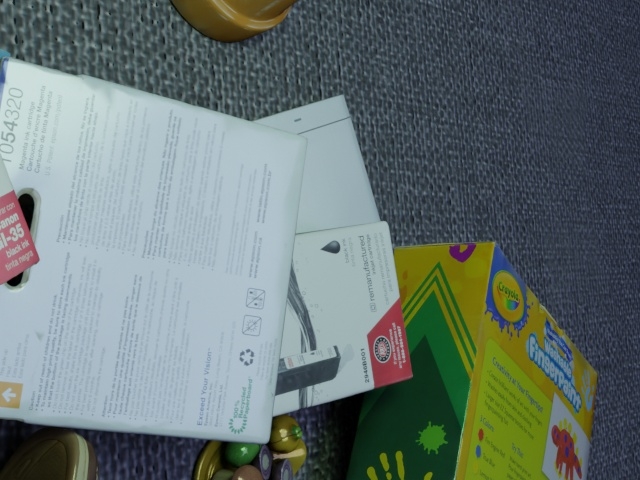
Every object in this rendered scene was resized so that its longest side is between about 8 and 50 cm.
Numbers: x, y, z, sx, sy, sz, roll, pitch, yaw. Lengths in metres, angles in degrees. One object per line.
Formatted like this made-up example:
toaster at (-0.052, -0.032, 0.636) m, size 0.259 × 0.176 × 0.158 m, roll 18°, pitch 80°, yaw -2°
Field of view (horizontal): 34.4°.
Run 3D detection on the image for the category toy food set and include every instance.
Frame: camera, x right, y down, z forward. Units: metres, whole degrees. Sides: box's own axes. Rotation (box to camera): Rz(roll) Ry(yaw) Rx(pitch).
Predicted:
toy food set at (-0.076, 0.279, 1.201) m, size 0.218 × 0.071 × 0.128 m, roll -50°, pitch 119°, yaw -42°

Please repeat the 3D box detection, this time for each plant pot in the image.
plant pot at (-0.067, -0.365, 1.256) m, size 0.205 × 0.188 × 0.205 m, roll 13°, pitch 73°, yaw -47°

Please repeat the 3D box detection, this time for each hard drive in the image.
hard drive at (0.000, 0.000, 1.366) m, size 0.233 × 0.047 × 0.353 m, roll -25°, pitch 102°, yaw -48°

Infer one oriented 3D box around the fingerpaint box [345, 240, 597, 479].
fingerpaint box at (0.228, 0.268, 1.445) m, size 0.445 × 0.163 × 0.371 m, roll 43°, pitch 52°, yaw -47°

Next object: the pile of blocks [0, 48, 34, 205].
pile of blocks at (-0.342, -0.190, 0.949) m, size 0.149 × 0.113 × 0.362 m, roll -54°, pitch 125°, yaw -37°

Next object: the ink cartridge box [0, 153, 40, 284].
ink cartridge box at (-0.371, -0.081, 0.805) m, size 0.117 × 0.207 × 0.283 m, roll -40°, pitch 118°, yaw -59°

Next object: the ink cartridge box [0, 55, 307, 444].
ink cartridge box at (-0.181, 0.021, 1.003) m, size 0.330 × 0.071 × 0.324 m, roll 12°, pitch 81°, yaw -31°

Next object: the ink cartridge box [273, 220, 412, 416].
ink cartridge box at (-0.043, 0.093, 1.199) m, size 0.273 × 0.114 × 0.197 m, roll -9°, pitch 90°, yaw -35°

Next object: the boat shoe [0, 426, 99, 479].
boat shoe at (-0.252, 0.348, 0.957) m, size 0.123 × 0.123 × 0.341 m, roll 26°, pitch 67°, yaw -53°
